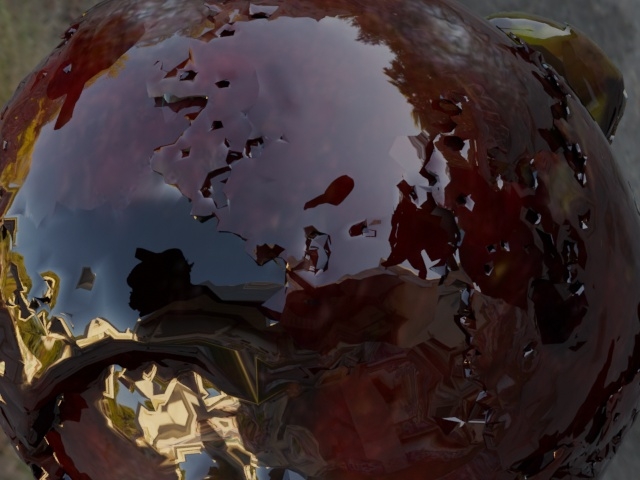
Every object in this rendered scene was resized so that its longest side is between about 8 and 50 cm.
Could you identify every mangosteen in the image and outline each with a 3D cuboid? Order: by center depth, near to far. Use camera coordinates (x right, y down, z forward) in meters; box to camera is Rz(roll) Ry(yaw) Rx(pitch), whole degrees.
[{"bbox_3d":[0.000,0.000,0.443,0.166,0.166,0.180,-7,33,17],"label":"mangosteen"}]
